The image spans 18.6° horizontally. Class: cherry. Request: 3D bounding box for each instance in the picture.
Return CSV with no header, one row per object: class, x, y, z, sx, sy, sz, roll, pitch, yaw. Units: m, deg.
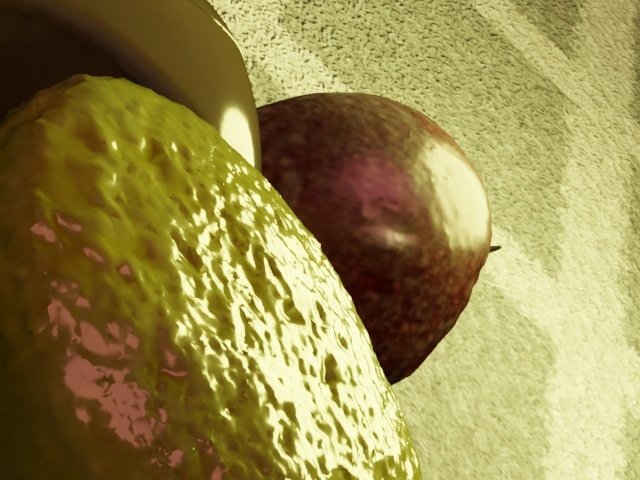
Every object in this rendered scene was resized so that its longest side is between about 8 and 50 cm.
cherry,0.000,0.000,1.476,0.300,0.230,0.203,15,28,-26

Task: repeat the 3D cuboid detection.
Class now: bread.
bread,-0.128,0.122,1.034,0.348,0.308,0.348,43,28,-29

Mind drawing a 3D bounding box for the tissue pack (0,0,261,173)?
tissue pack,-0.240,-0.104,1.206,0.387,0.267,0.277,25,29,-36
